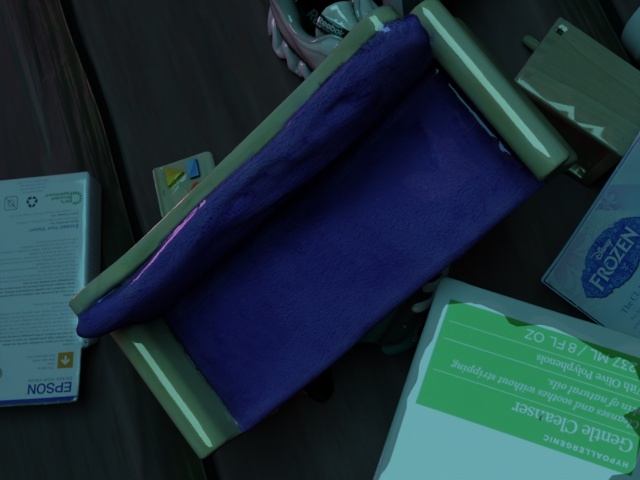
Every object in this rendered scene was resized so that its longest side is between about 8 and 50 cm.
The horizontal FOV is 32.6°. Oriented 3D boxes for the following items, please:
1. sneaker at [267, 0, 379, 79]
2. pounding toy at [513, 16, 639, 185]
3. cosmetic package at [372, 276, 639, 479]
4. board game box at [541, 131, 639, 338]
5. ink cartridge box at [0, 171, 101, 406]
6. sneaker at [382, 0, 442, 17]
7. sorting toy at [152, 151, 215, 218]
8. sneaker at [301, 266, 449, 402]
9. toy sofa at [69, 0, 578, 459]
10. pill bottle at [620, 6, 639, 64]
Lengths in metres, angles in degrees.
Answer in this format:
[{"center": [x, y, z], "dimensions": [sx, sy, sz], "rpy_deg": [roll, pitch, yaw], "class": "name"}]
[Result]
[{"center": [0.048, -0.154, 1.005], "dimensions": [0.110, 0.118, 0.292], "rpy_deg": [-44, 71, -7], "class": "sneaker"}, {"center": [0.221, -0.131, 0.966], "dimensions": [0.130, 0.141, 0.100], "rpy_deg": [36, 81, 5], "class": "pounding toy"}, {"center": [0.126, 0.240, 0.837], "dimensions": [0.196, 0.155, 0.366], "rpy_deg": [16, 75, 12], "class": "cosmetic package"}, {"center": [0.378, -0.001, 0.819], "dimensions": [0.318, 0.066, 0.319], "rpy_deg": [39, 122, 19], "class": "board game box"}, {"center": [-0.319, 0.053, 1.043], "dimensions": [0.223, 0.045, 0.224], "rpy_deg": [-4, 72, 10], "class": "ink cartridge box"}, {"center": [0.151, -0.305, 0.990], "dimensions": [0.180, 0.125, 0.321], "rpy_deg": [5, 49, 10], "class": "sneaker"}, {"center": [-0.127, -0.042, 1.055], "dimensions": [0.062, 0.012, 0.083], "rpy_deg": [-16, 69, 5], "class": "sorting toy"}, {"center": [0.071, 0.020, 0.933], "dimensions": [0.302, 0.108, 0.121], "rpy_deg": [-40, 85, 19], "class": "sneaker"}, {"center": [0.000, 0.000, 0.806], "dimensions": [0.362, 0.177, 0.150], "rpy_deg": [-41, 81, 20], "class": "toy sofa"}, {"center": [0.356, -0.125, 0.933], "dimensions": [0.117, 0.117, 0.208], "rpy_deg": [-34, 68, -1], "class": "pill bottle"}]
